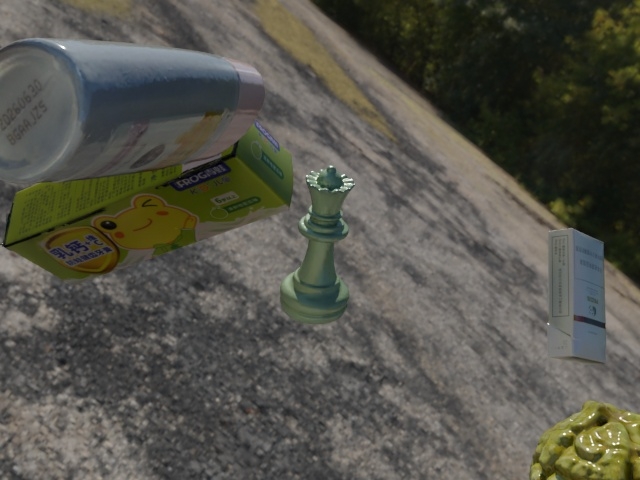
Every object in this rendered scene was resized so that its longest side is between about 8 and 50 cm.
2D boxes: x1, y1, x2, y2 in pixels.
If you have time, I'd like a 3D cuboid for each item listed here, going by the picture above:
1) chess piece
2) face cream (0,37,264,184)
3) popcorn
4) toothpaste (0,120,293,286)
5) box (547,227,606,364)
[{"bbox_3d":[0.000,0.000,0.450,0.042,0.093,0.042,5,29,-3],"label":"chess piece"},{"bbox_3d":[-0.096,-0.067,0.419,0.057,0.084,0.198,54,20,4],"label":"face cream"},{"bbox_3d":[0.419,0.357,1.086,0.258,0.270,0.224,47,11,-26],"label":"popcorn"},{"bbox_3d":[-0.191,-0.044,0.861,0.110,0.327,0.077,41,38,-48],"label":"toothpaste"},{"bbox_3d":[0.314,0.070,0.957,0.040,0.155,0.083,-7,-17,42],"label":"box"}]
